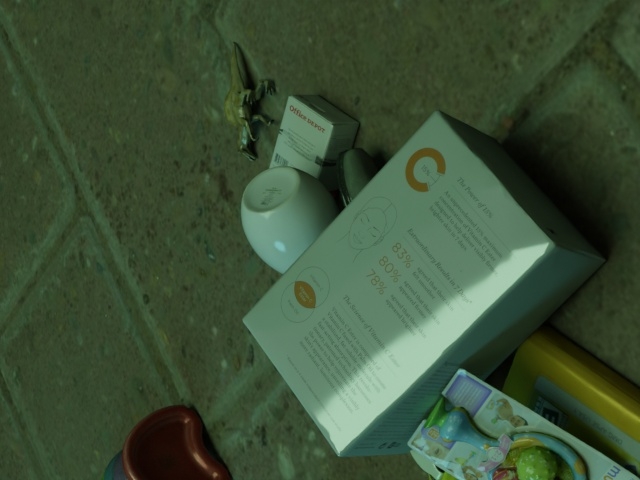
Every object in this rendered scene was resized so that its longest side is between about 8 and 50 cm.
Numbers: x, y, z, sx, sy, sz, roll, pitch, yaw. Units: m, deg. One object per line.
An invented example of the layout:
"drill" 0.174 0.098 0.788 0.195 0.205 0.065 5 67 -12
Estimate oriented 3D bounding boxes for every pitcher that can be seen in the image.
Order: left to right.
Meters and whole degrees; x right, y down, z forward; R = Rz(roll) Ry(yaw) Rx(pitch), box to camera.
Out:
"pitcher" 0.000 0.000 1.635 0.177 0.125 0.207 2 142 34

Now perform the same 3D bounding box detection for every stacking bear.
"stacking bear" -0.294 0.430 2.041 0.175 0.164 0.289 58 137 25

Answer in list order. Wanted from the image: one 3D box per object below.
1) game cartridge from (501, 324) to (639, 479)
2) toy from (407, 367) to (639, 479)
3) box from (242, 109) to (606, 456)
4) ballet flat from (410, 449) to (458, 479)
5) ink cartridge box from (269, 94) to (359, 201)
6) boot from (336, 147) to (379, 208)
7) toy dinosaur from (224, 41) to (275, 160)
"game cartridge" 0.319 0.299 1.418 0.323 0.052 0.285 37 122 40
"toy" 0.219 0.259 1.373 0.237 0.056 0.137 34 124 7
"box" 0.116 0.058 1.429 0.345 0.168 0.215 -47 62 18
"ballet flat" 0.132 0.227 1.549 0.077 0.077 0.231 -66 34 36
"ink cartridge box" -0.012 -0.123 1.715 0.099 0.056 0.135 38 123 37
"boot" 0.128 -0.038 1.577 0.161 0.083 0.247 -34 70 32
"toy dinosaur" -0.115 -0.209 1.820 0.092 0.053 0.183 -6 91 49
